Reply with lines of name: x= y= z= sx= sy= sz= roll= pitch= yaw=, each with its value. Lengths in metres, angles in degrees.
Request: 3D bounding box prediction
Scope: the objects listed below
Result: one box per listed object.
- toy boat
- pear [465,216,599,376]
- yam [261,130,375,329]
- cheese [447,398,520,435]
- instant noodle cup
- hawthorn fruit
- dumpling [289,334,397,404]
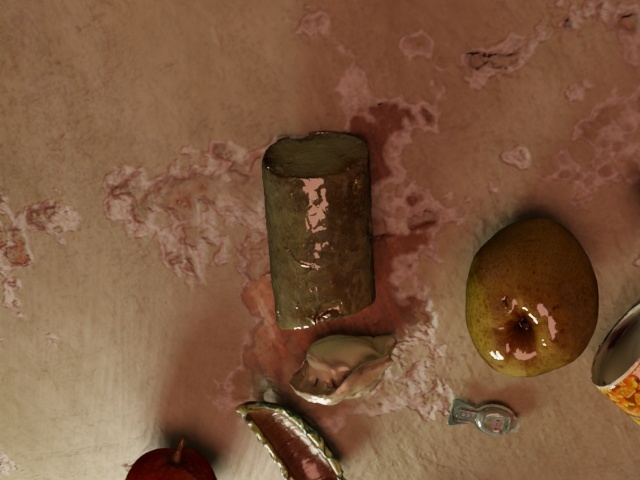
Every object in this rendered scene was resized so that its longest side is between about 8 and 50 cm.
toy boat: x=-0.055 y=0.363 z=1.377 sx=0.108 sy=0.099 sz=0.293 roll=-28 pitch=115 yaw=19
pear: x=0.307 y=0.088 z=1.116 sx=0.188 sy=0.211 sz=0.229 roll=2 pitch=114 yaw=11
yam: x=0.000 y=0.000 z=1.162 sx=0.168 sy=0.168 sz=0.304 roll=0 pitch=113 yaw=10
cheese: x=0.285 y=0.309 z=1.326 sx=0.120 sy=0.026 sz=0.067 roll=11 pitch=116 yaw=6
instant noodle cup: x=0.525 y=0.201 z=1.145 sx=0.174 sy=0.213 sz=0.213 roll=34 pitch=116 yaw=2
hawthorn fruit: x=-0.277 y=0.472 z=1.415 sx=0.205 sy=0.205 sz=0.253 roll=7 pitch=109 yaw=7
dumpling: x=0.037 y=0.215 z=1.271 sx=0.199 sy=0.136 sz=0.118 roll=-27 pitch=101 yaw=9
